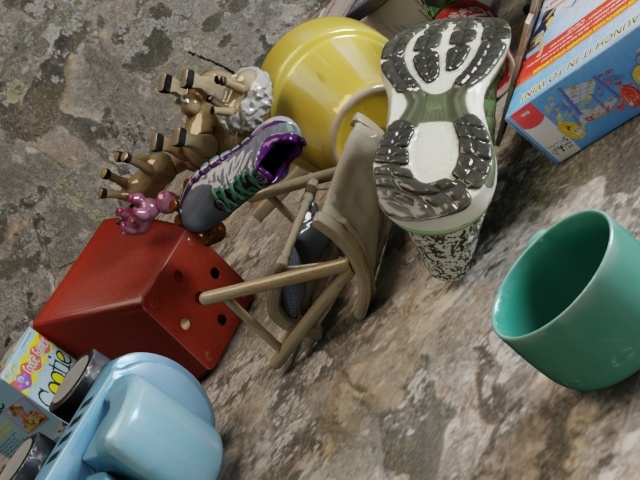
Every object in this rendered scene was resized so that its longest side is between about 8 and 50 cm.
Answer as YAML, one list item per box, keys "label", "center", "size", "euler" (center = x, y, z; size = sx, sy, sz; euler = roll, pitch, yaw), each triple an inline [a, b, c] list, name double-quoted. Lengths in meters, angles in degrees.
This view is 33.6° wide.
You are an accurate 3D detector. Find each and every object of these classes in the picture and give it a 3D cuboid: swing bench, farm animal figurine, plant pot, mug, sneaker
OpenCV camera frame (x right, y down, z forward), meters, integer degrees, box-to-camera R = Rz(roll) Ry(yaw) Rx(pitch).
- label: "swing bench"
  center: [0.000, 0.000, 1.468]
  size: [0.254, 0.165, 0.253]
  euler: [-33, 23, 35]
- label: "farm animal figurine"
  center: [-0.200, -0.138, 1.742]
  size: [0.330, 0.172, 0.327]
  euler: [24, 99, 50]
- label: "plant pot"
  center: [0.049, -0.199, 1.661]
  size: [0.254, 0.254, 0.239]
  euler: [-49, 31, 7]
- label: "mug"
  center: [0.220, 0.045, 0.855]
  size: [0.129, 0.097, 0.158]
  euler: [-35, 22, 47]
- label: "plant pot"
  center: [-0.278, 0.117, 1.838]
  size: [0.235, 0.267, 0.267]
  euler: [-15, 37, 43]
- label: "mug"
  center: [0.222, -0.258, 1.560]
  size: [0.169, 0.113, 0.150]
  euler: [-94, 17, -62]
- label: "sneaker"
  center: [0.148, -0.117, 1.270]
  size: [0.158, 0.182, 0.410]
  euler: [2, 46, 16]
- label: "sneaker"
  center: [-0.116, -0.089, 1.519]
  size: [0.223, 0.083, 0.098]
  euler: [-44, 24, 5]

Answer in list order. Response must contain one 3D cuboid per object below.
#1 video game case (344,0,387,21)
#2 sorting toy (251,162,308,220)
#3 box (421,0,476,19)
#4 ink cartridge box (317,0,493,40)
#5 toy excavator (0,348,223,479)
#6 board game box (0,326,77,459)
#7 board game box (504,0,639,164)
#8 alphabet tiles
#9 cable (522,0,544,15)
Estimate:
- label: "video game case"
  center: [0.156, -0.495, 1.794]
  size: [0.196, 0.026, 0.274]
  euler: [-25, 31, 49]
- label: "sorting toy"
  center: [-0.067, -0.204, 2.238]
  size: [0.255, 0.089, 0.257]
  euler: [-44, 17, 23]
- label: "box"
  center: [0.283, -0.431, 1.533]
  size: [0.232, 0.058, 0.322]
  euler: [-26, -3, -8]
- label: "ink cartridge box"
  center: [0.139, -0.411, 1.982]
  size: [0.395, 0.166, 0.285]
  euler: [-30, 26, 48]
- label: "toy excavator"
  center: [-0.232, 0.313, 1.297]
  size: [0.445, 0.222, 0.433]
  euler: [-28, 28, 51]
- label: "board game box"
  center: [-0.434, 0.301, 1.773]
  size: [0.144, 0.275, 0.142]
  euler: [-43, 18, 26]
- label: "board game box"
  center: [0.369, -0.273, 1.180]
  size: [0.308, 0.086, 0.302]
  euler: [-35, 23, 45]
- label: "alphabet tiles"
  center: [0.258, -0.259, 1.308]
  size: [0.198, 0.009, 0.237]
  euler: [-57, -21, -58]
- label: "cable"
  center: [0.366, -0.383, 1.504]
  size: [0.184, 0.047, 0.150]
  euler: [-47, 13, 8]
